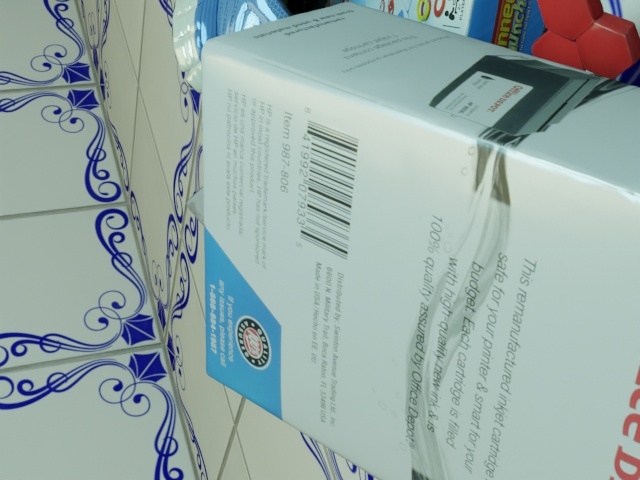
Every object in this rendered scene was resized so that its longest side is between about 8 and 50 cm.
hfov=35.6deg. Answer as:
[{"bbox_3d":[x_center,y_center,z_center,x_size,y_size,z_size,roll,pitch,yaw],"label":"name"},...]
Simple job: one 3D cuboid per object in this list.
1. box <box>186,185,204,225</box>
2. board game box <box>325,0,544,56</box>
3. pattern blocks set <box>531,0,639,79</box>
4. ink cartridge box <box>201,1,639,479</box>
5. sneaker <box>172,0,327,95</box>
[{"bbox_3d":[0.000,0.000,1.082,0.262,0.127,0.231,47,162,-6],"label":"box"},{"bbox_3d":[0.066,-0.267,0.857,0.302,0.086,0.308,25,111,50],"label":"board game box"},{"bbox_3d":[0.209,-0.226,0.563,0.325,0.026,0.285,-3,122,53],"label":"pattern blocks set"},{"bbox_3d":[0.112,0.031,0.676,0.395,0.166,0.285,26,127,33],"label":"ink cartridge box"},{"bbox_3d":[-0.034,-0.275,0.838,0.147,0.130,0.329,-10,75,30],"label":"sneaker"}]
